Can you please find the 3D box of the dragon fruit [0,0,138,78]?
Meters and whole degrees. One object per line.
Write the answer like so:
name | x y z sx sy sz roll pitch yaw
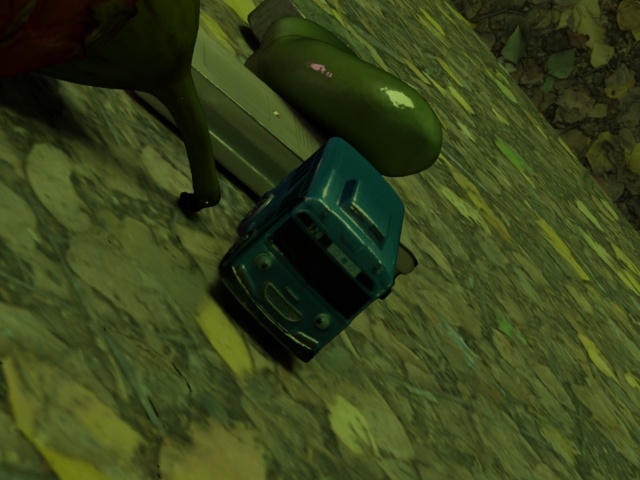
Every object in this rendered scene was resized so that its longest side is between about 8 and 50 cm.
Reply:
dragon fruit | -0.183 -0.212 0.641 0.343 0.277 0.277 -9 47 -23

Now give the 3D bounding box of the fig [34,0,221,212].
fig | -0.124 -0.122 0.862 0.259 0.151 0.151 56 13 -17

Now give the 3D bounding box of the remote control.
remote control | -0.038 -0.071 1.104 0.277 0.055 0.103 39 18 -22

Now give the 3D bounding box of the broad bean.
broad bean | 0.018 -0.122 1.201 0.169 0.100 0.228 32 4 -26

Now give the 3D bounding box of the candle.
candle | 0.009 -0.188 1.471 0.192 0.068 0.168 52 15 2

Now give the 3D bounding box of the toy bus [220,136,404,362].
toy bus | 0.000 0.000 0.944 0.090 0.106 0.184 47 16 -10
